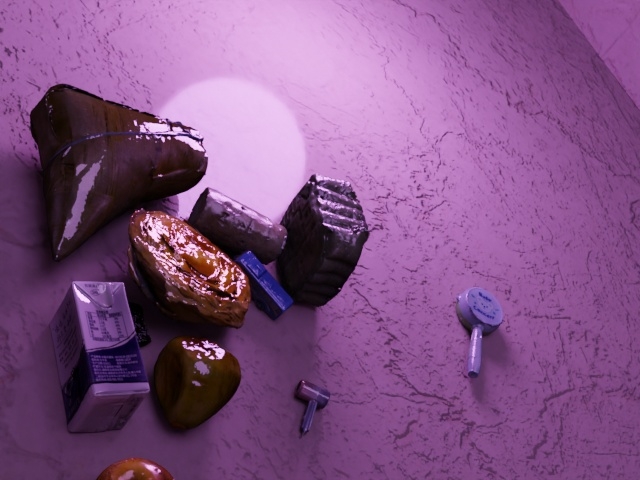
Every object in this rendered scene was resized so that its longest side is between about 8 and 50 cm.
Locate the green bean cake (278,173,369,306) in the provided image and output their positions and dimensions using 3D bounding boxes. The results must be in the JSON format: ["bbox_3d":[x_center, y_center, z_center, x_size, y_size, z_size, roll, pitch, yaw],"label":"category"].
[{"bbox_3d":[0.000,0.000,1.967,0.124,0.222,0.227,14,43,-27],"label":"green bean cake"}]

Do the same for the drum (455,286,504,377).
[{"bbox_3d":[0.349,0.201,2.175,0.130,0.049,0.253,39,40,0],"label":"drum"}]

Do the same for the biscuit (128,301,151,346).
[{"bbox_3d":[-0.344,0.154,1.720,0.089,0.027,0.087,30,42,-10],"label":"biscuit"}]

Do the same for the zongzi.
[{"bbox_3d":[-0.369,-0.095,1.819,0.356,0.174,0.393,10,49,-34],"label":"zongzi"}]

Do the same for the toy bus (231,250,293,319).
[{"bbox_3d":[-0.122,0.089,1.912,0.153,0.061,0.051,50,46,-4],"label":"toy bus"}]

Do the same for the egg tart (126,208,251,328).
[{"bbox_3d":[-0.266,0.068,1.776,0.297,0.132,0.297,42,21,-20],"label":"egg tart"}]

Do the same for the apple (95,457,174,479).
[{"bbox_3d":[-0.288,0.406,1.457,0.146,0.146,0.146,20,44,-21],"label":"apple"}]

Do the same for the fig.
[{"bbox_3d":[-0.224,0.249,1.651,0.154,0.144,0.166,57,36,-39],"label":"fig"}]

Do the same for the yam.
[{"bbox_3d":[-0.172,-0.025,1.952,0.194,0.107,0.107,26,42,-16],"label":"yam"}]

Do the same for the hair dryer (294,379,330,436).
[{"bbox_3d":[-0.025,0.327,1.800,0.063,0.037,0.114,27,49,-11],"label":"hair dryer"}]

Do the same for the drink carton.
[{"bbox_3d":[-0.377,0.192,1.580,0.101,0.134,0.222,1,53,-33],"label":"drink carton"}]
